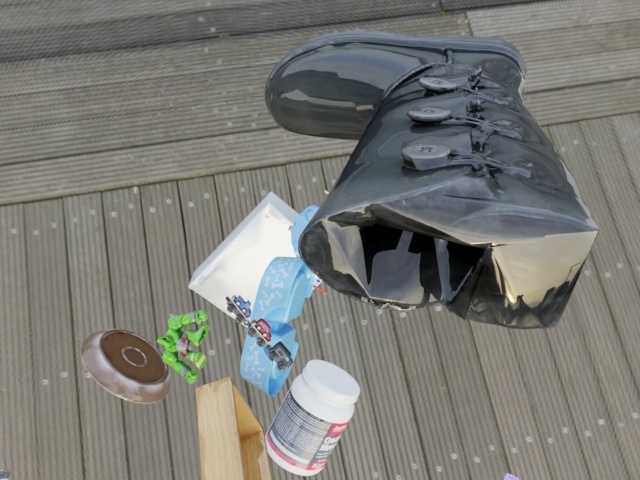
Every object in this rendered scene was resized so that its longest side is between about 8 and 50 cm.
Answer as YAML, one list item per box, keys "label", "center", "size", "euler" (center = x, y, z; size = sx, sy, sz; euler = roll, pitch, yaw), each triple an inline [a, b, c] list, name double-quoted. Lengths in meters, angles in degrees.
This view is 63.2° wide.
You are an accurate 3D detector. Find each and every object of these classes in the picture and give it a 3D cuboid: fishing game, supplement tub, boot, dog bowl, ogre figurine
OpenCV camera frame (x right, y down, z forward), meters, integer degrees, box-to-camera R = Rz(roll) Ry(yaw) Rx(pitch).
- label: "fishing game"
  center: [0.000, 0.000, 1.382]
  size: [0.189, 0.041, 0.264]
  euler: [30, 67, -18]
- label: "supplement tub"
  center: [-0.023, 0.499, 1.472]
  size: [0.191, 0.191, 0.272]
  euler: [27, 101, 2]
- label: "boot"
  center: [0.056, -0.099, 0.571]
  size: [0.367, 0.146, 0.445]
  euler: [-3, 38, 17]
- label: "dog bowl"
  center: [-0.090, 0.170, 1.081]
  size: [0.074, 0.166, 0.297]
  euler: [15, 95, 14]
- label: "ogre figurine"
  center: [-0.372, 0.278, 1.421]
  size: [0.118, 0.097, 0.197]
  euler: [13, 115, 20]

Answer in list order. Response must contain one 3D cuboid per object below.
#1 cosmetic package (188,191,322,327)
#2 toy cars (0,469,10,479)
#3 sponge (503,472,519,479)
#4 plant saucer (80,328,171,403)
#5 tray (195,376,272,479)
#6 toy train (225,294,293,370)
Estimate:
- label: "cosmetic package"
  center: [-0.165, 0.081, 1.563]
  size: [0.284, 0.097, 0.377]
  euler: [39, 111, -21]
- label: "toy cars"
  center: [-0.757, 0.657, 1.174]
  size: [0.087, 0.394, 0.176]
  euler: [7, 110, -34]
- label: "sponge"
  center: [0.385, 0.615, 1.134]
  size: [0.031, 0.210, 0.117]
  euler: [16, 40, 21]
- label: "plant saucer"
  center: [-0.598, 0.381, 1.647]
  size: [0.311, 0.310, 0.050]
  euler: [41, 100, 6]
- label: "tray"
  center: [-0.124, 0.454, 0.844]
  size: [0.076, 0.202, 0.411]
  euler: [-18, 42, -1]
- label: "toy train"
  center: [-0.100, 0.149, 0.861]
  size: [0.036, 0.027, 0.158]
  euler: [-39, 97, 2]
